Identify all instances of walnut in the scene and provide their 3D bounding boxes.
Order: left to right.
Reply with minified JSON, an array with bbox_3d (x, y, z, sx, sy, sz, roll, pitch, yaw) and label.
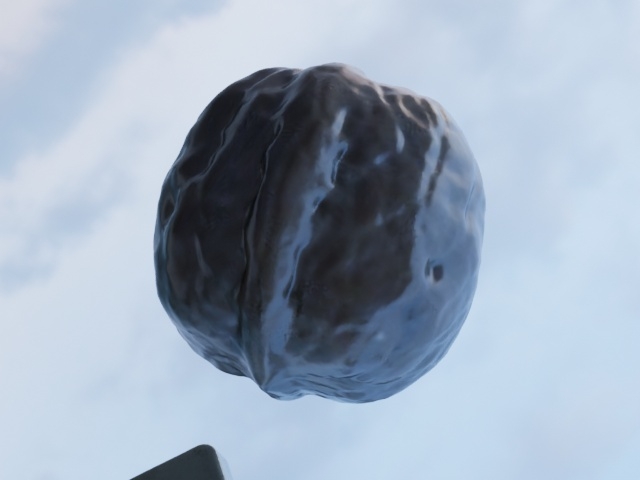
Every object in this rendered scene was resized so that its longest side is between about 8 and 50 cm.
[{"bbox_3d":[0.000,0.000,1.209,0.224,0.224,0.224,-48,-160,23],"label":"walnut"}]

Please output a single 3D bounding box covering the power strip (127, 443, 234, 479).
[{"bbox_3d":[-0.100,0.276,1.509,0.118,0.046,0.270,-29,-134,6],"label":"power strip"}]
